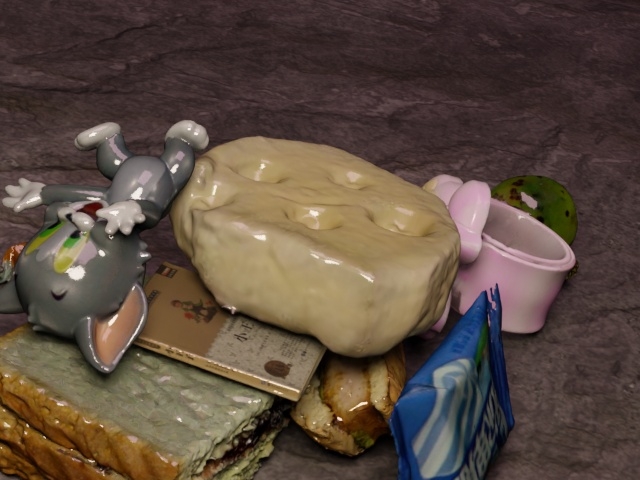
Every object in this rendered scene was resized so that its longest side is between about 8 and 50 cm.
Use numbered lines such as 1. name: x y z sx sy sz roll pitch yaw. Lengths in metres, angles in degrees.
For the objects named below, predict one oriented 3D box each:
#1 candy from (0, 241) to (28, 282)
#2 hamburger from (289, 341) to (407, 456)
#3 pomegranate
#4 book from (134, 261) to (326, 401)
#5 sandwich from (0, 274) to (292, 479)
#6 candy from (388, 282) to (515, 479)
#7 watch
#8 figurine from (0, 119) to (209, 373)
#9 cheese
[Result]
1. candy: -0.334 0.028 1.537 0.182 0.053 0.046 -15 49 -38
2. hamburger: 0.033 0.143 1.456 0.124 0.131 0.262 -25 35 13
3. pomegranate: 0.310 -0.027 1.844 0.169 0.122 0.143 35 7 33
4. book: -0.094 0.090 1.321 0.199 0.016 0.138 19 32 7
5. sandwich: -0.171 0.148 1.335 0.262 0.131 0.325 25 31 18
6. candy: 0.143 0.190 1.375 0.077 0.187 0.331 0 20 25
7. watch: 0.222 0.023 1.675 0.218 0.210 0.248 17 21 -15
8. figurine: -0.219 -0.016 1.289 0.193 0.140 0.265 16 46 24
9. cheese: 0.000 0.000 1.389 0.318 0.115 0.326 7 25 -20
